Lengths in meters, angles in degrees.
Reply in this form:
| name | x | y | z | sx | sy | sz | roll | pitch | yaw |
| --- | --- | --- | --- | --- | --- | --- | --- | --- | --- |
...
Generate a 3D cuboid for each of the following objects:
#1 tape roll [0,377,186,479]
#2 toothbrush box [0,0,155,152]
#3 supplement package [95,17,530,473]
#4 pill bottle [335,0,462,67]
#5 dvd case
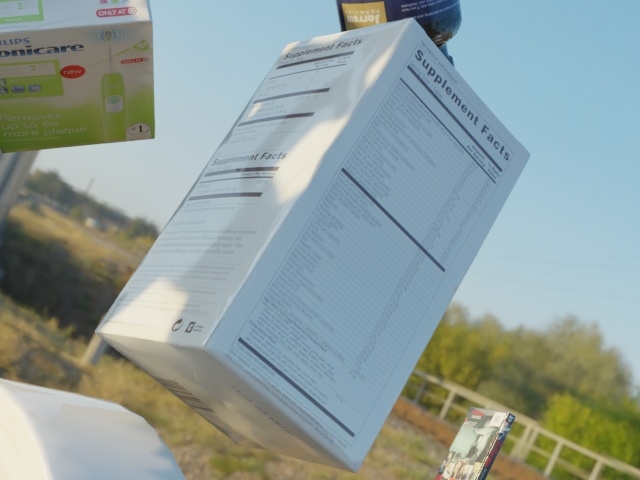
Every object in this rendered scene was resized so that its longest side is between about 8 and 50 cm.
| name | x | y | z | sx | sy | sz | roll | pitch | yaw |
| --- | --- | --- | --- | --- | --- | --- | --- | --- | --- |
| tape roll | -0.189 | 0.220 | 0.667 | 0.100 | 0.286 | 0.286 | 22 | 0 | -44 |
| toothbrush box | -0.314 | -0.232 | 1.485 | 0.206 | 0.122 | 0.283 | -6 | -24 | -11 |
| supplement package | 0.000 | 0.000 | 0.757 | 0.139 | 0.244 | 0.134 | 44 | -25 | -29 |
| pill bottle | 0.073 | -0.254 | 1.176 | 0.123 | 0.219 | 0.123 | -10 | 19 | 3 |
| dvd case | 0.154 | 0.231 | 1.250 | 0.013 | 0.119 | 0.087 | 31 | -14 | -15 |
